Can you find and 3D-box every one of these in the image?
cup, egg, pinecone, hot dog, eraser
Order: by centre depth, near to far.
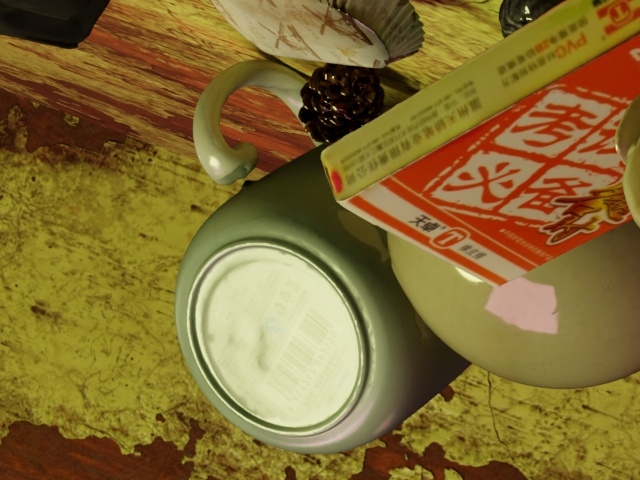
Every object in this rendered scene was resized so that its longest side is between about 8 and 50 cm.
[{"bbox_3d":[0.137,-0.059,0.691,0.230,0.038,0.157,-30,148,24],"label":"eraser"},{"bbox_3d":[0.149,-0.017,0.919,0.219,0.219,0.269,20,165,10],"label":"egg"},{"bbox_3d":[-0.007,-0.157,0.969,0.108,0.059,0.191,40,169,-36],"label":"hot dog"},{"bbox_3d":[0.019,-0.121,1.250,0.077,0.077,0.083,20,152,8],"label":"pinecone"},{"bbox_3d":[0.000,0.000,1.332,0.357,0.259,0.274,58,-146,-1],"label":"cup"}]

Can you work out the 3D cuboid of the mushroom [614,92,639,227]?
[{"bbox_3d":[0.289,-0.027,0.647,0.407,0.154,0.137,13,-159,-47],"label":"mushroom"}]

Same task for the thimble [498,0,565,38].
[{"bbox_3d":[0.142,-0.114,0.737,0.095,0.066,0.104,22,176,16],"label":"thimble"}]

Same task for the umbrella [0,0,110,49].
[{"bbox_3d":[-0.195,-0.184,0.837,0.110,0.122,0.272,-30,163,31],"label":"umbrella"}]
